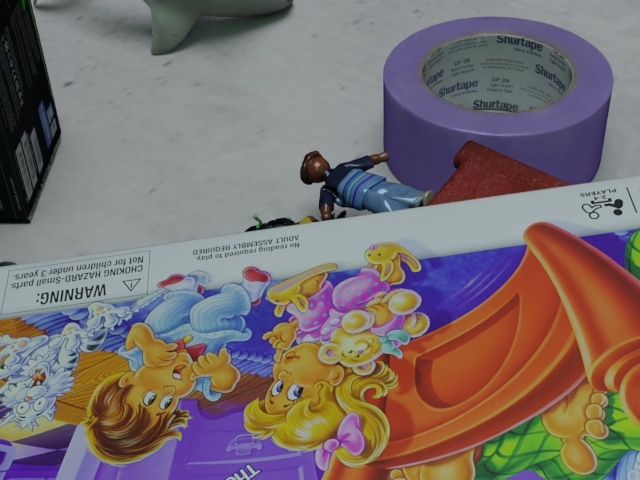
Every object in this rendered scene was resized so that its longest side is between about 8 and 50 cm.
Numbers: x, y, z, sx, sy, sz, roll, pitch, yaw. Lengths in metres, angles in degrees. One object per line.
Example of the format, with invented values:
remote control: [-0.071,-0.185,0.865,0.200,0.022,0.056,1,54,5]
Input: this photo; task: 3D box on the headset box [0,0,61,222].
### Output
headset box: [-0.379,-0.144,0.859,0.283,0.246,0.131,-1,41,3]

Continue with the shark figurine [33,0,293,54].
shark figurine: [-0.178,-0.249,1.093,0.278,0.116,0.166,12,8,5]

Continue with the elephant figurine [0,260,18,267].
elephant figurine: [-0.283,-0.016,0.702,0.186,0.239,0.169,2,40,5]

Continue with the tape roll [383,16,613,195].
tape roll: [0.147,-0.110,0.917,0.189,0.080,0.189,-1,39,1]

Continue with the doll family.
doll family: [0.000,0.000,0.804,0.111,0.076,0.193,20,40,31]

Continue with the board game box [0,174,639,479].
board game box: [0.024,0.096,0.390,0.347,0.078,0.233,-8,44,3]

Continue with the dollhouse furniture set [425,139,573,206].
dollhouse furniture set: [0.047,0.148,0.533,0.152,0.201,0.374,24,53,28]
